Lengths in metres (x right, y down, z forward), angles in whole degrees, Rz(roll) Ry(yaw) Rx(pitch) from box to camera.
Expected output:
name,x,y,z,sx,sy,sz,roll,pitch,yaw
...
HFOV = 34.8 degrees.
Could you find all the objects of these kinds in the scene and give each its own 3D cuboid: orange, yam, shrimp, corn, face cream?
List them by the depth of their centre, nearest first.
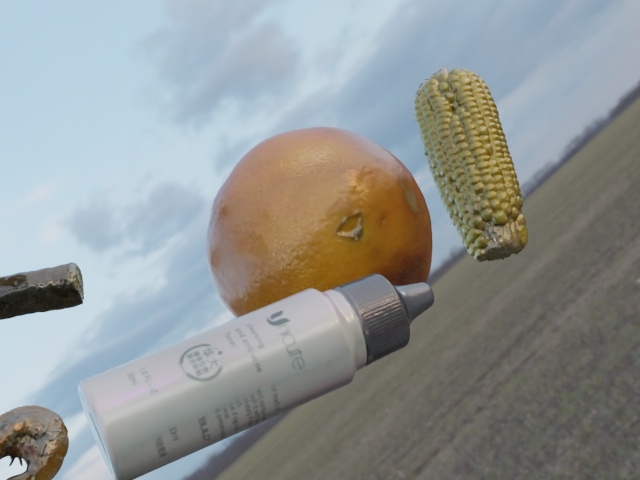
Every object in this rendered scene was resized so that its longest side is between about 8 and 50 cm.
name,x,y,z,sx,sy,sz,roll,pitch,yaw
face cream,-0.040,0.100,0.853,0.311,0.092,0.092,-20,-12,-18
orange,0.000,0.000,1.167,0.261,0.261,0.261,-41,-6,-5
yam,-0.438,0.081,1.294,0.274,0.061,0.061,-12,-12,-11
corn,0.224,-0.124,1.537,0.130,0.347,0.130,-11,-31,-7
shrimp,-0.468,0.323,1.559,0.187,0.132,0.051,-33,-27,-37
